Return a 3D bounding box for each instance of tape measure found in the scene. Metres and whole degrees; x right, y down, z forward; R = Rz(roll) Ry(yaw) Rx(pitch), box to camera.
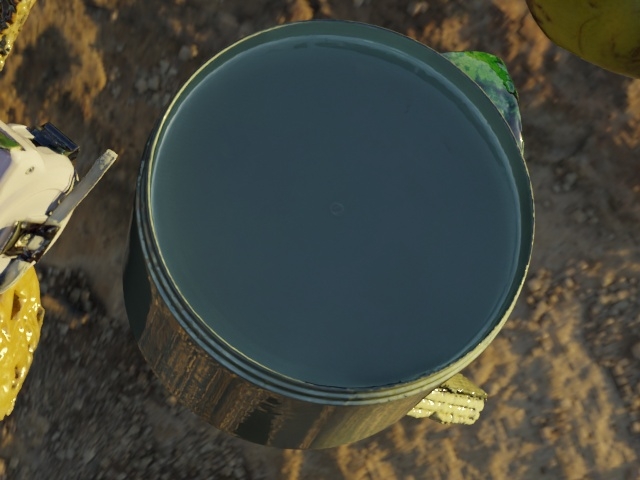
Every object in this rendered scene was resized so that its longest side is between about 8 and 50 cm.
[{"bbox_3d":[-0.310,-0.030,1.324,0.105,0.178,0.196,38,112,15],"label":"tape measure"}]

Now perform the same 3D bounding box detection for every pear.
[{"bbox_3d":[0.339,-0.305,1.399,0.284,0.283,0.283,4,73,-14],"label":"pear"}]

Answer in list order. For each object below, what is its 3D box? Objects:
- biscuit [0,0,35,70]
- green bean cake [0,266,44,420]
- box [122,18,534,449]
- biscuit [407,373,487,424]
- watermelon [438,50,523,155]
[{"bbox_3d":[-0.310,-0.150,1.068,0.126,0.206,0.025,44,23,14],"label":"biscuit"},{"bbox_3d":[-0.408,0.073,1.516,0.131,0.224,0.229,-4,43,11],"label":"green bean cake"},{"bbox_3d":[0.000,0.000,0.802,0.226,0.149,0.226,4,70,-11],"label":"box"},{"bbox_3d":[0.035,0.093,1.047,0.121,0.199,0.040,39,103,38],"label":"biscuit"},{"bbox_3d":[0.134,-0.099,1.979,0.222,0.319,0.292,17,51,-48],"label":"watermelon"}]
